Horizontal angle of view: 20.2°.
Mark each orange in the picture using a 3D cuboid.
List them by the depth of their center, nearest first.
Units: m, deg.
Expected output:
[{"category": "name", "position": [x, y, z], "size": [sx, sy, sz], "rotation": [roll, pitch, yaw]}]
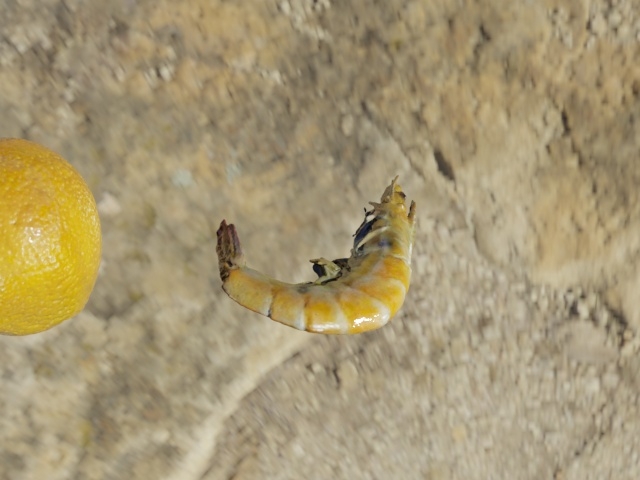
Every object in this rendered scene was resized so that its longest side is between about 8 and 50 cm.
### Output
[{"category": "orange", "position": [-0.129, -0.001, 0.744], "size": [0.085, 0.085, 0.085], "rotation": [-2, 73, 7]}]

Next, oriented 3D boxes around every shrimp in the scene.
[{"category": "shrimp", "position": [0.000, 0.000, 0.738], "size": [0.083, 0.023, 0.114], "rotation": [12, 35, 10]}]
